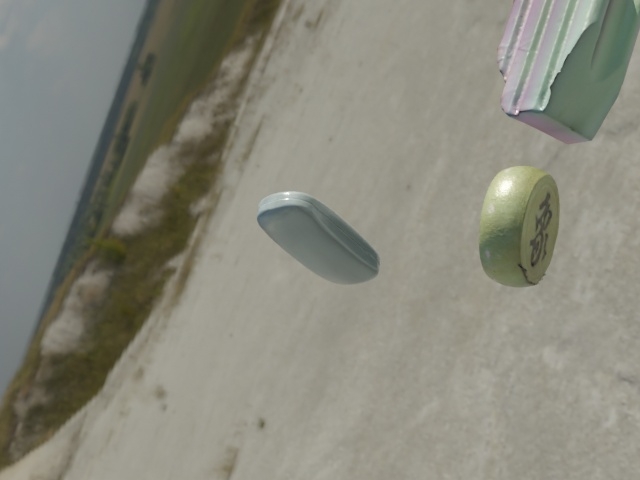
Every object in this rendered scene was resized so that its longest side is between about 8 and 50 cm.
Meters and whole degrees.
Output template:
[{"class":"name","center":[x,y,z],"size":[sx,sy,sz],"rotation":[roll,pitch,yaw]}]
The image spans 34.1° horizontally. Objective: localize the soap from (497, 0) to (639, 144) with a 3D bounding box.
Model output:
[{"class":"soap","center":[0.360,-0.300,1.503],"size":[0.193,0.109,0.323],"rotation":[-5,61,58]}]

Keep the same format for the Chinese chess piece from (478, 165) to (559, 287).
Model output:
[{"class":"Chinese chess piece","center":[0.237,-0.016,1.228],"size":[0.144,0.058,0.144],"rotation":[-25,-61,-56]}]

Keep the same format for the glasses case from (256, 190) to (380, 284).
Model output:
[{"class":"glasses case","center":[0.000,0.000,1.130],"size":[0.067,0.178,0.045],"rotation":[-14,56,31]}]
